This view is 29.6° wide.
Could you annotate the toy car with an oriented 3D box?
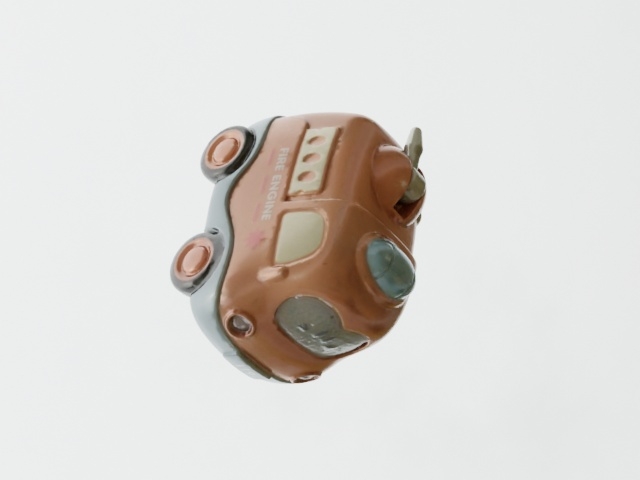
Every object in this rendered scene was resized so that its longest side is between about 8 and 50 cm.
[{"bbox_3d":[0.000,0.000,1.172,0.180,0.212,0.271,43,-131,-41],"label":"toy car"}]
